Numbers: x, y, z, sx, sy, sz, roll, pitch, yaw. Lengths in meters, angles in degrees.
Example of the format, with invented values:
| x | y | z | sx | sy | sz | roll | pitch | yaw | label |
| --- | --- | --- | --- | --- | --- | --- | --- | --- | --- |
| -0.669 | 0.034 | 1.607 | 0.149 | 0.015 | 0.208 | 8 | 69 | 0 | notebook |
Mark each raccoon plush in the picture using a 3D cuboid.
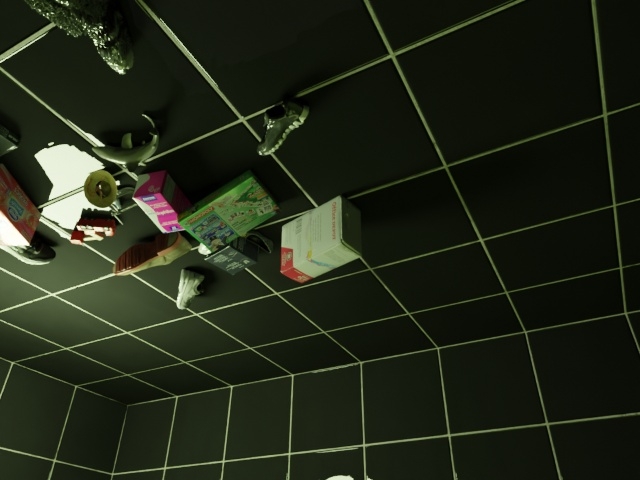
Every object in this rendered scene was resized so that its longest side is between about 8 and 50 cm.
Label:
| x | y | z | sx | sy | sz | roll | pitch | yaw | label |
| --- | --- | --- | --- | --- | --- | --- | --- | --- | --- |
| -0.656 | -0.560 | 1.194 | 0.299 | 0.216 | 0.446 | 8 | 145 | 3 | raccoon plush |

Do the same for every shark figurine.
| x | y | z | sx | sy | sz | roll | pitch | yaw | label |
| --- | --- | --- | --- | --- | --- | --- | --- | --- | --- |
| -0.589 | -0.279 | 1.661 | 0.278 | 0.116 | 0.166 | -18 | 142 | 28 | shark figurine |

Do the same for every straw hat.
| x | y | z | sx | sy | sz | roll | pitch | yaw | label |
| --- | --- | --- | --- | --- | --- | --- | --- | --- | --- |
| -0.766 | -0.184 | 1.835 | 0.144 | 0.144 | 0.061 | -13 | -179 | 18 | straw hat |

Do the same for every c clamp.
| x | y | z | sx | sy | sz | roll | pitch | yaw | label |
| --- | --- | --- | --- | --- | --- | --- | --- | --- | --- |
| -0.730 | -0.138 | 1.926 | 0.161 | 0.022 | 0.137 | -25 | 133 | 16 | c clamp |

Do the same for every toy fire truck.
| x | y | z | sx | sy | sz | roll | pitch | yaw | label |
| --- | --- | --- | --- | --- | --- | --- | --- | --- | --- |
| -0.914 | -0.035 | 2.069 | 0.192 | 0.047 | 0.135 | 3 | 145 | -5 | toy fire truck |

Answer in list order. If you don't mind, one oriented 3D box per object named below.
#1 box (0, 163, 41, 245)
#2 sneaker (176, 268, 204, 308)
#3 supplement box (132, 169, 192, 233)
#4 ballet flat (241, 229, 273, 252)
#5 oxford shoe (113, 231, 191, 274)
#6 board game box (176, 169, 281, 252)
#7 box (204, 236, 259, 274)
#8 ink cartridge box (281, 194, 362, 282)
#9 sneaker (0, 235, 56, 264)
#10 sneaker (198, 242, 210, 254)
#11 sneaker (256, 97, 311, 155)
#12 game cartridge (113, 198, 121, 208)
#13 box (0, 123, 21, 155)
| x | y | z | sx | sy | sz | roll | pitch | yaw | label |
| --- | --- | --- | --- | --- | --- | --- | --- | --- | --- |
| -1.165 | -0.123 | 1.855 | 0.142 | 0.154 | 0.300 | 0 | 144 | 2 | box |
| -0.608 | 0.244 | 2.414 | 0.115 | 0.105 | 0.281 | 10 | 144 | -12 | sneaker |
| -0.564 | -0.137 | 1.862 | 0.111 | 0.114 | 0.220 | -9 | 142 | 13 | supplement box |
| -0.260 | -0.002 | 2.103 | 0.173 | 0.049 | 0.057 | 28 | 136 | -33 | ballet flat |
| -0.699 | 0.078 | 2.135 | 0.348 | 0.123 | 0.130 | -21 | 145 | 15 | oxford shoe |
| -0.329 | -0.100 | 1.875 | 0.317 | 0.046 | 0.213 | -30 | 138 | 7 | board game box |
| -0.368 | 0.050 | 2.142 | 0.156 | 0.093 | 0.158 | -25 | 136 | 32 | box |
| 0.000 | 0.000 | 1.949 | 0.306 | 0.226 | 0.131 | -24 | 138 | 32 | ink cartridge box |
| -1.204 | 0.002 | 2.084 | 0.124 | 0.107 | 0.283 | -33 | 133 | 30 | sneaker |
| -0.448 | -0.036 | 2.041 | 0.115 | 0.090 | 0.232 | 24 | 130 | -20 | sneaker |
| -0.140 | -0.355 | 1.576 | 0.106 | 0.078 | 0.234 | 29 | 133 | -30 | sneaker |
| -0.799 | -0.144 | 1.939 | 0.083 | 0.017 | 0.056 | 6 | 148 | -8 | game cartridge |
| -1.100 | -0.339 | 1.638 | 0.184 | 0.045 | 0.190 | -14 | 143 | 24 | box |
